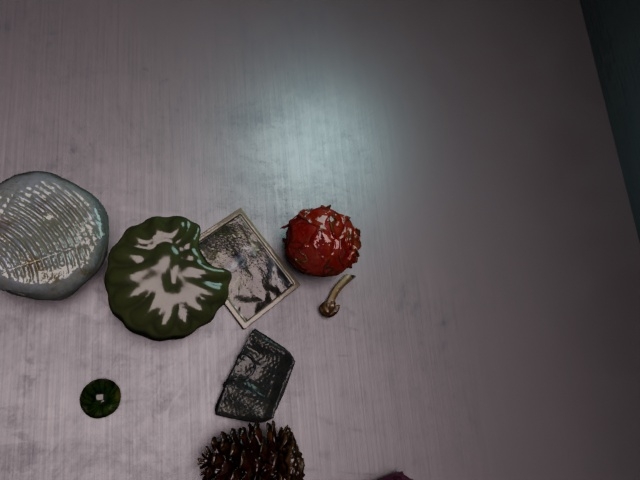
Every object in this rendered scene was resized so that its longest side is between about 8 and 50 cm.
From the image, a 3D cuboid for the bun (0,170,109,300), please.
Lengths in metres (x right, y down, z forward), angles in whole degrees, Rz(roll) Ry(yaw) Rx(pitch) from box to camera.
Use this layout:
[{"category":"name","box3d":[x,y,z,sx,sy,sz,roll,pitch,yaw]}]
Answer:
[{"category":"bun","box3d":[-0.743,-0.003,1.384,0.354,0.194,0.355,7,71,-21]}]

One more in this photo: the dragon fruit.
[{"category":"dragon fruit","box3d":[0.008,0.007,1.651,0.252,0.241,0.241,-18,82,-13]}]

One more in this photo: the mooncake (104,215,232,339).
[{"category":"mooncake","box3d":[-0.437,0.109,1.465,0.351,0.187,0.351,4,78,-17]}]

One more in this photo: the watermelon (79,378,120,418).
[{"category":"watermelon","box3d":[-0.589,0.425,1.390,0.105,0.062,0.106,2,83,-20]}]

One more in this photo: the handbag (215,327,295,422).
[{"category":"handbag","box3d":[-0.187,0.413,1.541,0.175,0.089,0.270,25,67,-4]}]

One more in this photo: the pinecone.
[{"category":"pinecone","box3d":[-0.186,0.609,1.413,0.292,0.246,0.246,7,72,-2]}]

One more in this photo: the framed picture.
[{"category":"framed picture","box3d":[-0.247,0.084,1.643,0.240,0.020,0.324,-36,89,-25]}]

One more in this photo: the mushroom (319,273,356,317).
[{"category":"mushroom","box3d":[0.061,0.174,1.715,0.060,0.061,0.187,35,61,-2]}]

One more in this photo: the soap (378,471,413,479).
[{"category":"soap","box3d":[0.223,0.879,1.530,0.220,0.127,0.325,-13,80,-23]}]
